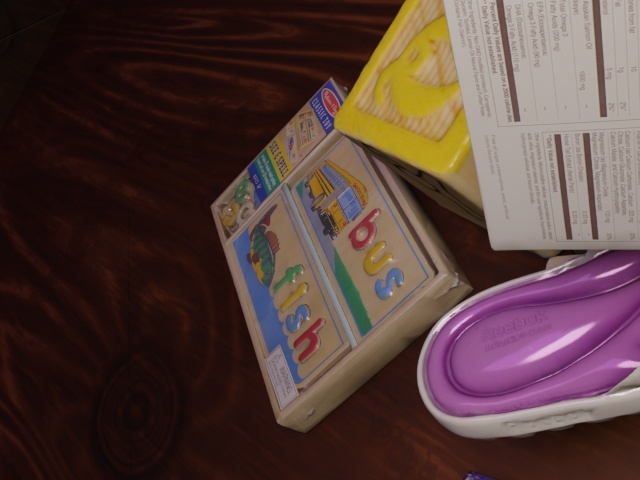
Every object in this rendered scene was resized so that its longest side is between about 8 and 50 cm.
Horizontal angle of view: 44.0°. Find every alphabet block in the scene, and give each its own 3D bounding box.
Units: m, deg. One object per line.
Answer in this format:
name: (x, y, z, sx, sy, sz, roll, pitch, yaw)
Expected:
alphabet block: (0.169, -0.126, 0.790, 0.192, 0.197, 0.194, 32, 92, 50)

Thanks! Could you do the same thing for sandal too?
sandal: (0.238, 0.028, 0.552, 0.416, 0.102, 0.169, -33, 42, 22)

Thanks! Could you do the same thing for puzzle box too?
puzzle box: (0.000, 0.000, 1.009, 0.272, 0.052, 0.409, -44, 42, 18)

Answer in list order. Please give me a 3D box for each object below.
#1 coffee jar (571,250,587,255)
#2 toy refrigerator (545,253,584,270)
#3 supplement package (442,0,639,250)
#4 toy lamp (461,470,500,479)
coffee jar: (0.228, -0.040, 0.685, 0.079, 0.184, 0.096, -3, 65, 46)
toy refrigerator: (0.309, 0.068, 0.610, 0.269, 0.094, 0.102, -7, 55, 44)
supplement package: (0.233, -0.129, 0.474, 0.262, 0.198, 0.199, 0, 43, 24)
toy lamp: (0.110, 0.337, 0.670, 0.080, 0.080, 0.275, 8, 74, 49)
